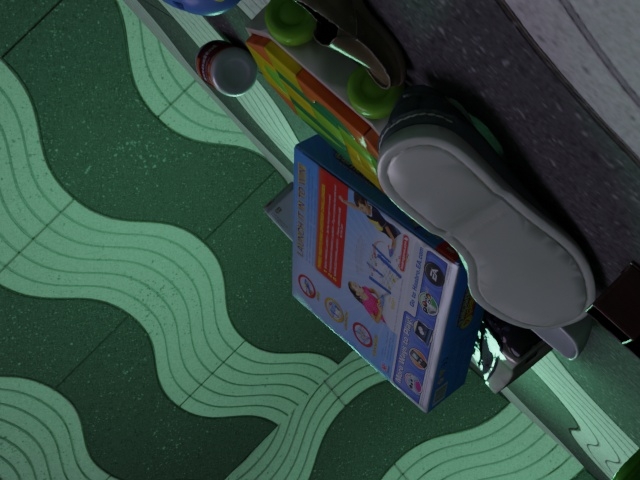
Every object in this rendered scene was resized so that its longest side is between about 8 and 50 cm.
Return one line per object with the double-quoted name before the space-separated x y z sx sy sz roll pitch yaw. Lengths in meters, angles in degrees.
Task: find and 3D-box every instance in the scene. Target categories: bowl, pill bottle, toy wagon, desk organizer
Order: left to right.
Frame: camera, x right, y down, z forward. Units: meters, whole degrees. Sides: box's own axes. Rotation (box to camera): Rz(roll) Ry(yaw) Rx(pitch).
"pill bottle" -0.175 -0.314 1.432 0.086 0.086 0.152 46 177 -31
"toy wagon" 0.057 -0.127 0.886 0.344 0.068 0.267 44 178 16
"bowl" 0.264 0.072 0.938 0.142 0.053 0.142 45 178 22
"desk organizer" 0.292 0.083 0.669 0.130 0.050 0.047 44 178 16

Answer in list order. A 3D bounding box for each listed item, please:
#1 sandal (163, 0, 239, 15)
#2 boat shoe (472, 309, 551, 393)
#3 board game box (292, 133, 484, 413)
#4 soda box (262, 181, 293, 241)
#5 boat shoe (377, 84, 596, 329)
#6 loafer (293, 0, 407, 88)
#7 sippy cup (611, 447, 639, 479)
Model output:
"sandal" -0.139 -0.301 0.762 0.317 0.126 0.138 55 -175 38
"boat shoe" 0.270 0.127 1.221 0.158 0.127 0.340 51 172 20
"board game box" 0.088 0.041 1.124 0.302 0.086 0.308 40 144 32
"soda box" 0.000 0.000 1.382 0.216 0.074 0.069 47 179 -16
"boat shoe" 0.167 -0.024 0.758 0.319 0.116 0.099 41 -143 -34
"loafer" 0.023 -0.184 0.698 0.148 0.050 0.056 47 177 -34
"sippy cup" 0.411 0.306 0.693 0.306 0.240 0.224 0 141 26
